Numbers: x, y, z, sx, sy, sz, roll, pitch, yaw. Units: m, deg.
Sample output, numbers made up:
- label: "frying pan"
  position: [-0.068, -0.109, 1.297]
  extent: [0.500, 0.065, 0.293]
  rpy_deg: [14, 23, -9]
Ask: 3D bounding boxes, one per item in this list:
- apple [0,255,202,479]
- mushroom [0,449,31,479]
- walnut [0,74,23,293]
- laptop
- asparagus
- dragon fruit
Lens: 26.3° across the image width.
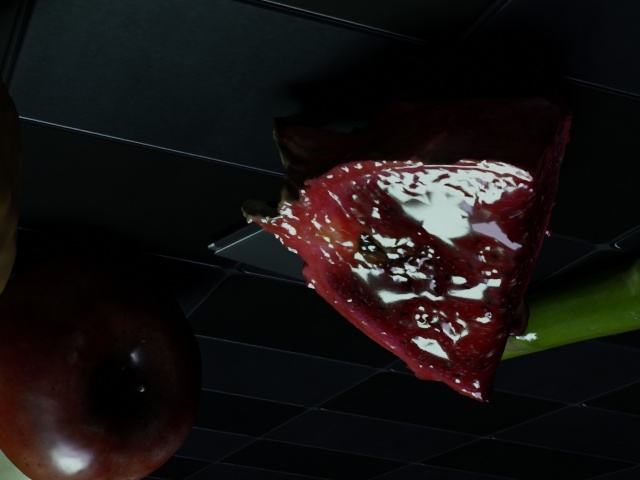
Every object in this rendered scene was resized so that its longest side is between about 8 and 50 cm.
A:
- label: "apple"
  position: [-0.223, 0.126, 1.284]
  extent: [0.233, 0.234, 0.234]
  rpy_deg: [5, 160, 2]
- label: "mushroom"
  position: [-0.319, 0.261, 1.631]
  extent: [0.267, 0.164, 0.189]
  rpy_deg: [-21, -175, 28]
- label: "walnut"
  position: [-0.274, -0.044, 0.764]
  extent: [0.257, 0.257, 0.224]
  rpy_deg: [-10, 154, 38]
- label: "laptop"
  position: [0.000, 0.000, 1.161]
  extent: [0.129, 0.016, 0.180]
  rpy_deg: [17, 158, -29]
- label: "asparagus"
  position: [0.228, 0.060, 1.205]
  extent: [0.067, 0.060, 0.277]
  rpy_deg: [-4, 170, -37]
- label: "dragon fruit"
  position: [0.059, -0.033, 0.915]
  extent: [0.211, 0.134, 0.262]
  rpy_deg: [16, 146, 6]
